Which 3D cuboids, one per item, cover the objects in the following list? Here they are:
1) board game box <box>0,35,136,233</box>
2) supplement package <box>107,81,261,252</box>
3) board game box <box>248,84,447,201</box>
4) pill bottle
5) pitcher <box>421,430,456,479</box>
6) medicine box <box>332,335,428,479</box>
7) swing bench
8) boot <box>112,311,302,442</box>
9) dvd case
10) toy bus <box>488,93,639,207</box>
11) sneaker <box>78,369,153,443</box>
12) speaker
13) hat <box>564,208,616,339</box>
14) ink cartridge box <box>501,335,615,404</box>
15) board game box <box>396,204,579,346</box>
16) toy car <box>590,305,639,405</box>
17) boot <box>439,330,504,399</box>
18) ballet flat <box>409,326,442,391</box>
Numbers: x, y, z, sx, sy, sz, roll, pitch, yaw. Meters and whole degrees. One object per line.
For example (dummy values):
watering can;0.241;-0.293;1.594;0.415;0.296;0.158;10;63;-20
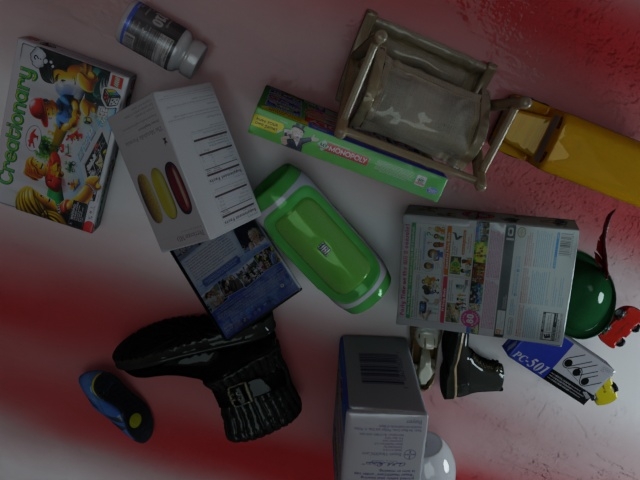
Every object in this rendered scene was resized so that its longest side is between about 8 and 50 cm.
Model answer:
board game box;-0.465;-0.183;1.081;0.192;0.053;0.306;18;110;-8
supplement package;-0.227;-0.122;1.019;0.139;0.133;0.244;-14;101;39
board game box;0.043;-0.169;1.015;0.317;0.213;0.046;19;110;-9
pill bottle;-0.265;-0.336;1.014;0.137;0.078;0.078;28;108;-12
pitcher;0.231;0.545;1.318;0.125;0.178;0.207;0;115;23
medicine box;0.108;0.381;1.202;0.148;0.263;0.290;3;111;-2
swing bench;0.165;-0.235;0.977;0.253;0.255;0.165;20;116;-8
boot;-0.225;0.291;1.230;0.347;0.131;0.260;-10;111;2
dvd case;-0.173;0.037;1.132;0.180;0.022;0.253;-35;81;12
toy bus;0.479;-0.154;1.076;0.332;0.130;0.108;19;109;-9
sneaker;-0.439;0.355;1.293;0.082;0.069;0.209;-7;126;37
speaker;0.000;0.000;1.127;0.131;0.131;0.296;-39;107;13
hat;0.521;0.087;1.115;0.208;0.183;0.173;38;75;-6
ink cartridge box;0.481;0.239;1.216;0.207;0.046;0.097;32;105;-11
board game box;0.302;0.060;1.120;0.303;0.097;0.224;6;108;14
toy car;0.540;0.230;1.269;0.224;0.053;0.239;6;110;-3
boot;0.328;0.245;1.266;0.136;0.077;0.198;-4;124;-5
ballet flat;0.221;0.225;1.250;0.072;0.067;0.206;-3;111;-4
